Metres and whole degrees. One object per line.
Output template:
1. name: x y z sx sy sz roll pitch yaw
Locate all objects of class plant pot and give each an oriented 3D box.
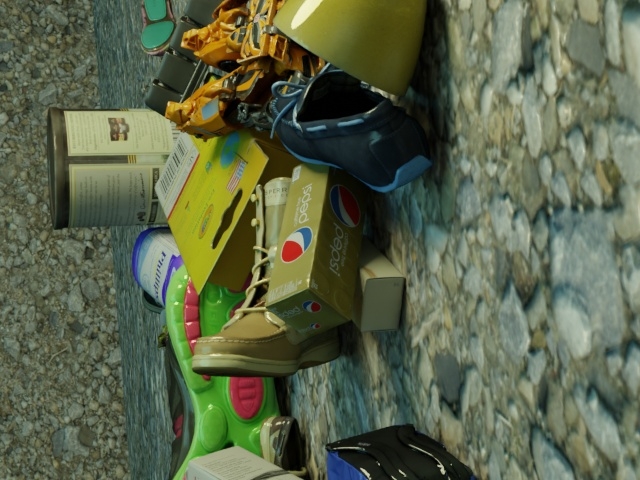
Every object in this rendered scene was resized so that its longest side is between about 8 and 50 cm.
1. plant pot: 0.039 -0.200 0.871 0.095 0.134 0.134 -60 29 16

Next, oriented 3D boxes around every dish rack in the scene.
1. dish rack: -0.188 -0.308 1.500 0.208 0.074 0.271 -60 13 23

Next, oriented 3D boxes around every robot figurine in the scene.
1. robot figurine: -0.082 -0.217 1.168 0.291 0.085 0.211 -16 61 58

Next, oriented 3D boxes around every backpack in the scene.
1. backpack: 0.075 0.218 0.844 0.120 0.098 0.101 17 118 58

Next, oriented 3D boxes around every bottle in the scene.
1. bottle: -0.214 0.068 1.632 0.283 0.092 0.118 31 118 51

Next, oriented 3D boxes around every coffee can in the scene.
1. coffee can: -0.311 -0.122 1.679 0.201 0.275 0.201 178 90 -72

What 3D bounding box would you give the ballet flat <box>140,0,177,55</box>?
1. ballet flat: -0.325 -0.421 2.027 0.221 0.077 0.079 -105 3 -45

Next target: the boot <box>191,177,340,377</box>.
1. boot: -0.050 0.036 1.039 0.262 0.095 0.203 -2 -87 -64

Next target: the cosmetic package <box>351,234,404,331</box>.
1. cosmetic package: 0.042 0.041 1.000 0.115 0.041 0.060 -132 43 -63

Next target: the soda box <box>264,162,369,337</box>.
1. soda box: 0.000 0.000 0.969 0.058 0.061 0.181 -25 40 36

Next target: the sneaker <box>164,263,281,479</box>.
1. sneaker: -0.132 0.263 1.410 0.202 0.185 0.482 123 149 -82

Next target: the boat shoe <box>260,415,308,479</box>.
1. boat shoe: -0.042 0.299 1.271 0.049 0.056 0.152 -15 84 38

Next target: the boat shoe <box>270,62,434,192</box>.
1. boat shoe: 0.023 -0.125 0.940 0.258 0.109 0.089 24 148 56

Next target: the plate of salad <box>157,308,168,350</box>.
1. plate of salad: -0.233 0.211 1.753 0.200 0.048 0.199 41 148 32

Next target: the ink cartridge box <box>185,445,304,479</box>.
1. ink cartridge box: -0.069 0.352 1.197 0.203 0.086 0.148 16 110 46

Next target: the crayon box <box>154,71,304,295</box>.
1. crayon box: -0.123 -0.074 1.324 0.202 0.081 0.318 -61 28 18

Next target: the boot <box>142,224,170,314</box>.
1. boot: -0.263 0.051 1.853 0.236 0.085 0.178 16 107 59
